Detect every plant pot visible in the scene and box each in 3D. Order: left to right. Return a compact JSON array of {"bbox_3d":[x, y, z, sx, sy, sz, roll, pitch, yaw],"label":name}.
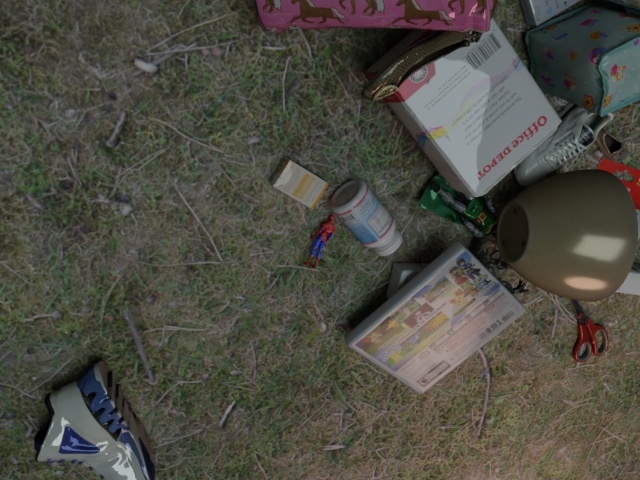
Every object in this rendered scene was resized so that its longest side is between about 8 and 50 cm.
[{"bbox_3d":[0.489,-0.015,1.331,0.190,0.284,0.284,2,111,-13],"label":"plant pot"}]

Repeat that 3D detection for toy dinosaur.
[{"bbox_3d":[0.418,0.090,1.471,0.118,0.064,0.268,-18,121,-6],"label":"toy dinosaur"}]

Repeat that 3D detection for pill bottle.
[{"bbox_3d":[0.097,-0.043,1.279,0.087,0.087,0.160,-42,120,1],"label":"pill bottle"}]

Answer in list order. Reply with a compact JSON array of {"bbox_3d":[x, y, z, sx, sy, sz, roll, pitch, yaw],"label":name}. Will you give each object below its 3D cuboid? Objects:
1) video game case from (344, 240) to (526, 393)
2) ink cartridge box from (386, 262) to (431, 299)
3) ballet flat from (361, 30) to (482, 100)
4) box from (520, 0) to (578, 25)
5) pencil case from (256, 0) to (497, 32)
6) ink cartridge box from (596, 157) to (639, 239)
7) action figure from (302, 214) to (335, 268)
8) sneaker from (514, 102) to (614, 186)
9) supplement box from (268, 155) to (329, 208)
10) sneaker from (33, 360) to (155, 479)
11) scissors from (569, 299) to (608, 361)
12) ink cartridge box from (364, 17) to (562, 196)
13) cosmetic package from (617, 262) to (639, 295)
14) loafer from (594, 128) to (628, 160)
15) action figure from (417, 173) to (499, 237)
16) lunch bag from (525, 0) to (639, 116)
[{"bbox_3d":[0.265,0.186,1.419,0.329,0.036,0.300,-42,127,13],"label":"video game case"},{"bbox_3d":[0.216,0.098,1.402,0.122,0.052,0.089,2,112,-23],"label":"ink cartridge box"},{"bbox_3d":[0.177,-0.306,1.056,0.250,0.084,0.058,-37,93,-6],"label":"ballet flat"},{"bbox_3d":[0.470,-0.531,1.231,0.186,0.038,0.145,-32,119,-5],"label":"box"},{"bbox_3d":[0.091,-0.403,0.986,0.386,0.167,0.160,6,156,16],"label":"pencil case"},{"bbox_3d":[0.706,-0.066,1.509,0.181,0.056,0.225,11,110,-24],"label":"ink cartridge box"},{"bbox_3d":[0.000,0.000,1.296,0.038,0.030,0.115,24,98,-32],"label":"action figure"},{"bbox_3d":[0.519,-0.206,1.357,0.090,0.095,0.235,37,99,-31],"label":"sneaker"},{"bbox_3d":[-0.042,-0.113,1.227,0.098,0.036,0.062,30,100,-28],"label":"supplement box"},{"bbox_3d":[-0.461,0.404,1.261,0.182,0.127,0.316,-21,111,-6],"label":"sneaker"},{"bbox_3d":[0.689,0.199,1.638,0.109,0.021,0.297,-25,117,-6],"label":"scissors"},{"bbox_3d":[0.267,-0.269,1.190,0.226,0.131,0.306,-41,109,-1],"label":"ink cartridge box"},{"bbox_3d":[0.808,0.097,1.589,0.239,0.099,0.061,8,110,-23],"label":"cosmetic package"},{"bbox_3d":[0.666,-0.214,1.436,0.125,0.039,0.045,28,100,-27],"label":"loafer"},{"bbox_3d":[0.328,-0.071,1.368,0.232,0.063,0.137,35,94,-32],"label":"action figure"},{"bbox_3d":[0.577,-0.379,1.228,0.262,0.223,0.160,-27,126,-7],"label":"lunch bag"}]
